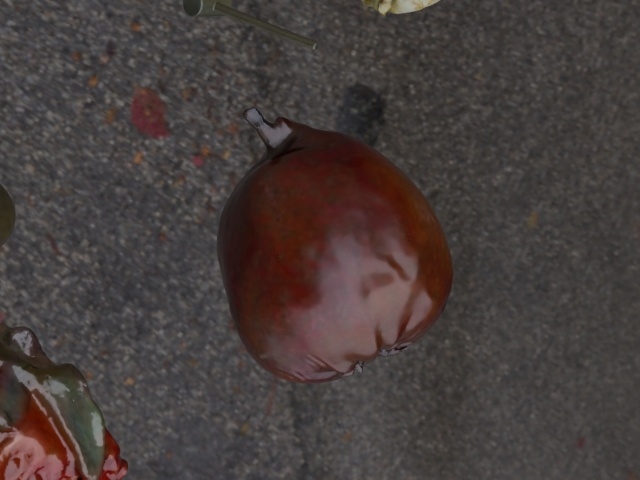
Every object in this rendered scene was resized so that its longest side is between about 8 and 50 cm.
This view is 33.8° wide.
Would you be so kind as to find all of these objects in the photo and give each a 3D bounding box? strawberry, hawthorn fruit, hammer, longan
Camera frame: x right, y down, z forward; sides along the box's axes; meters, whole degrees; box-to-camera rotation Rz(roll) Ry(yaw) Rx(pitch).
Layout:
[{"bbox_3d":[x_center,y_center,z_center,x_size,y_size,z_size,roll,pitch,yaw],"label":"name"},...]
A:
[{"bbox_3d":[-0.290,0.185,0.787,0.149,0.265,0.336,-45,169,-44],"label":"strawberry"},{"bbox_3d":[0.010,0.020,1.336,0.308,0.324,0.308,-20,148,-13],"label":"hawthorn fruit"},{"bbox_3d":[-0.046,-0.157,0.755,0.035,0.110,0.019,-20,129,-55],"label":"hammer"},{"bbox_3d":[-0.435,-0.023,1.323,0.106,0.106,0.119,-28,161,-31],"label":"longan"}]

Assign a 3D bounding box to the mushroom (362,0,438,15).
[{"bbox_3d":[-0.026,-0.279,0.566,0.351,0.123,0.095,51,39,-15],"label":"mushroom"}]
